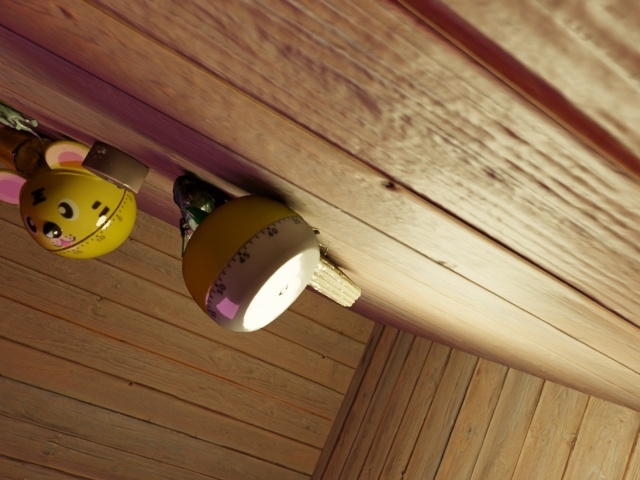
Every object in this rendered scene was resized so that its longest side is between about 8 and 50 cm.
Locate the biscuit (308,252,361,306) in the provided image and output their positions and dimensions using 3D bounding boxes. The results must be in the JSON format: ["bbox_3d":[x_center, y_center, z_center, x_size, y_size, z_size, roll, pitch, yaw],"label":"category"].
[{"bbox_3d":[-0.004,0.081,1.178,0.144,0.078,0.426,44,180,27],"label":"biscuit"}]

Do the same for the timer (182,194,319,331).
[{"bbox_3d":[-0.165,0.015,0.850,0.285,0.285,0.285,24,170,4],"label":"timer"}]

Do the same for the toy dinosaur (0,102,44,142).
[{"bbox_3d":[-0.870,-0.346,1.180,0.167,0.053,0.242,25,171,6],"label":"toy dinosaur"}]

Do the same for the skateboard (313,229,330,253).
[{"bbox_3d":[0.000,0.000,0.993,0.083,0.032,0.064,34,156,-35],"label":"skateboard"}]

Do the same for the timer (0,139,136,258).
[{"bbox_3d":[-0.807,-0.127,1.385,0.376,0.376,0.387,18,154,33],"label":"timer"}]

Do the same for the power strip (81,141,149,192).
[{"bbox_3d":[-0.544,-0.191,1.137,0.154,0.078,0.154,25,171,4],"label":"power strip"}]

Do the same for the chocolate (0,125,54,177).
[{"bbox_3d":[-1.095,-0.340,1.541,0.445,0.162,0.162,23,171,34],"label":"chocolate"}]

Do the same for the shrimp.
[{"bbox_3d":[-0.297,-0.032,1.097,0.137,0.172,0.372,47,166,29],"label":"shrimp"}]
